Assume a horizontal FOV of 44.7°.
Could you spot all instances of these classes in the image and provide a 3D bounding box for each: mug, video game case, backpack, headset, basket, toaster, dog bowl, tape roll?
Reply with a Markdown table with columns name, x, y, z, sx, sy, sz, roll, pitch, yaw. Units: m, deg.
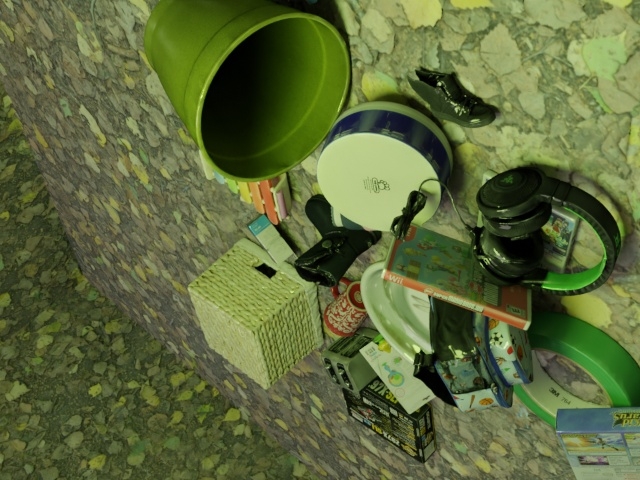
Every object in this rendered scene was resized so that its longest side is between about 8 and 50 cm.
| name | x | y | z | sx | sy | sz | roll | pitch | yaw |
| --- | --- | --- | --- | --- | --- | --- | --- | --- | --- |
| mug | 0.074 | 0.175 | 2.166 | 0.150 | 0.113 | 0.169 | 43 | 149 | 6 |
| video game case | 0.269 | 0.060 | 1.503 | 0.285 | 0.204 | 0.025 | 20 | 122 | 4 |
| backpack | 0.321 | 0.214 | 1.589 | 0.213 | 0.277 | 0.263 | -4 | 133 | 21 |
| headset | 0.335 | -0.009 | 1.422 | 0.394 | 0.185 | 0.243 | 21 | 140 | 22 |
| basket | -0.201 | 0.230 | 2.462 | 0.328 | 0.266 | 0.331 | 30 | 146 | 32 |
| toaster | 0.115 | 0.344 | 2.267 | 0.168 | 0.185 | 0.110 | 8 | 131 | 61 |
| video game case | 0.641 | 0.426 | 1.582 | 0.269 | 0.061 | 0.244 | -8 | 135 | 27 |
| video game case | 0.402 | -0.029 | 1.531 | 0.201 | 0.023 | 0.183 | 33 | 149 | 29 |
| dog bowl | 0.129 | -0.145 | 1.581 | 0.264 | 0.104 | 0.265 | 14 | 139 | 12 |
| tape roll | 0.544 | 0.301 | 1.691 | 0.321 | 0.077 | 0.321 | 34 | 149 | 24 |

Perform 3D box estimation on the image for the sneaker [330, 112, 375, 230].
| name | x | y | z | sx | sy | sz | roll | pitch | yaw |
| --- | --- | --- | --- | --- | --- | --- | --- | --- | --- |
| sneaker | 0.094 | -0.149 | 1.758 | 0.131 | 0.112 | 0.319 | 13 | 140 | 16 |

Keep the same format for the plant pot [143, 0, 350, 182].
| name | x | y | z | sx | sy | sz | roll | pitch | yaw |
| --- | --- | --- | --- | --- | --- | --- | --- | --- | --- |
| plant pot | -0.186 | -0.369 | 1.638 | 0.353 | 0.366 | 0.366 | 43 | 155 | 36 |

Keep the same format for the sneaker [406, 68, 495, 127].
| name | x | y | z | sx | sy | sz | roll | pitch | yaw |
| --- | --- | --- | --- | --- | --- | --- | --- | --- | --- |
| sneaker | 0.240 | -0.264 | 1.429 | 0.170 | 0.051 | 0.089 | 23 | 148 | 45 |

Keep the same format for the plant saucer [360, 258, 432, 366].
| name | x | y | z | sx | sy | sz | roll | pitch | yaw |
| --- | --- | --- | --- | --- | --- | --- | --- | --- | --- |
| plant saucer | 0.279 | 0.186 | 1.896 | 0.400 | 0.100 | 0.400 | 35 | 150 | 24 |

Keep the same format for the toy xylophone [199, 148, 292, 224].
| name | x | y | z | sx | sy | sz | roll | pitch | yaw |
| --- | --- | --- | --- | --- | --- | --- | --- | --- | --- |
| toy xylophone | -0.189 | -0.151 | 2.151 | 0.322 | 0.081 | 0.236 | 24 | 145 | 38 |

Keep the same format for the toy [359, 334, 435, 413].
| name | x | y | z | sx | sy | sz | roll | pitch | yaw |
| --- | --- | --- | --- | --- | --- | --- | --- | --- | --- |
| toy | 0.234 | 0.355 | 2.192 | 0.237 | 0.137 | 0.056 | 51 | -168 | -11 |

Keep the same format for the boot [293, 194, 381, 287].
| name | x | y | z | sx | sy | sz | roll | pitch | yaw |
| --- | --- | --- | --- | --- | --- | --- | --- | --- | --- |
| boot | 0.000 | 0.000 | 1.940 | 0.246 | 0.207 | 0.094 | 28 | 147 | 34 |

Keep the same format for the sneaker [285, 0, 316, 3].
| name | x | y | z | sx | sy | sz | roll | pitch | yaw |
| --- | --- | --- | --- | --- | --- | --- | --- | --- | --- |
| sneaker | -0.084 | -0.514 | 1.539 | 0.211 | 0.080 | 0.081 | 23 | 140 | 41 |

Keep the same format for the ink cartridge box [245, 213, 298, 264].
| name | x | y | z | sx | sy | sz | roll | pitch | yaw |
| --- | --- | --- | --- | --- | --- | --- | --- | --- | --- |
| ink cartridge box | -0.139 | 0.009 | 2.273 | 0.180 | 0.060 | 0.104 | 53 | 173 | -9 |

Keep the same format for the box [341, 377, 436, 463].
| name | x | y | z | sx | sy | sz | roll | pitch | yaw |
| --- | --- | --- | --- | --- | --- | --- | --- | --- | --- |
| box | 0.210 | 0.538 | 2.470 | 0.322 | 0.079 | 0.257 | 27 | 147 | 35 |

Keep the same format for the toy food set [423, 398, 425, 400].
| name | x | y | z | sx | sy | sz | roll | pitch | yaw |
| --- | --- | --- | --- | --- | --- | --- | --- | --- | --- |
| toy food set | 0.266 | 0.423 | 2.308 | 0.078 | 0.019 | 0.122 | 16 | 147 | 46 |
